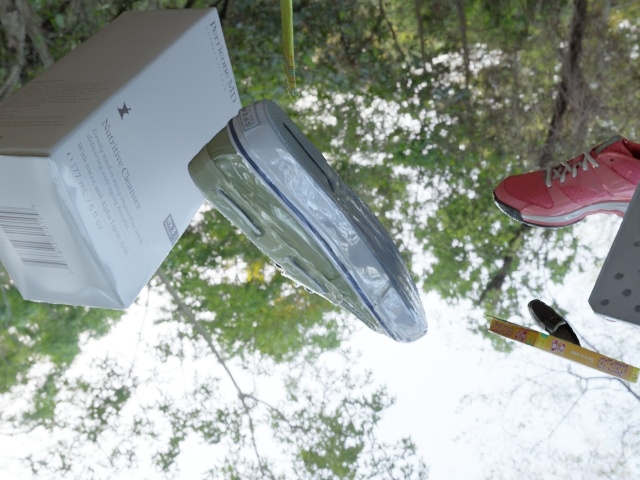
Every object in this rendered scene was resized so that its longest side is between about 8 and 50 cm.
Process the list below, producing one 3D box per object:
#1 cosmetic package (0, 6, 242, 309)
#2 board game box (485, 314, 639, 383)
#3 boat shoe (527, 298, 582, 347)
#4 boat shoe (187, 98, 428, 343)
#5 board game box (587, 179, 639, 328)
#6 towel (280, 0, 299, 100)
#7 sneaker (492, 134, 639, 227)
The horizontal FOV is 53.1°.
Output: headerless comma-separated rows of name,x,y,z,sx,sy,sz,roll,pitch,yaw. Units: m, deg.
cosmetic package,-0.244,-0.122,0.804,0.156,0.217,0.385,4,-138,20
board game box,0.414,0.186,1.111,0.039,0.259,0.124,-68,-159,-4
boat shoe,0.505,0.182,1.367,0.056,0.049,0.152,-36,-110,-11
boat shoe,0.000,0.000,0.613,0.094,0.302,0.109,-30,-150,19
board game box,0.596,-0.016,0.793,0.390,0.050,0.390,17,-110,40
towel,-0.056,-0.385,1.180,0.021,0.237,0.102,-8,-145,-8
sneaker,0.432,-0.107,1.009,0.314,0.136,0.116,-1,-142,20
